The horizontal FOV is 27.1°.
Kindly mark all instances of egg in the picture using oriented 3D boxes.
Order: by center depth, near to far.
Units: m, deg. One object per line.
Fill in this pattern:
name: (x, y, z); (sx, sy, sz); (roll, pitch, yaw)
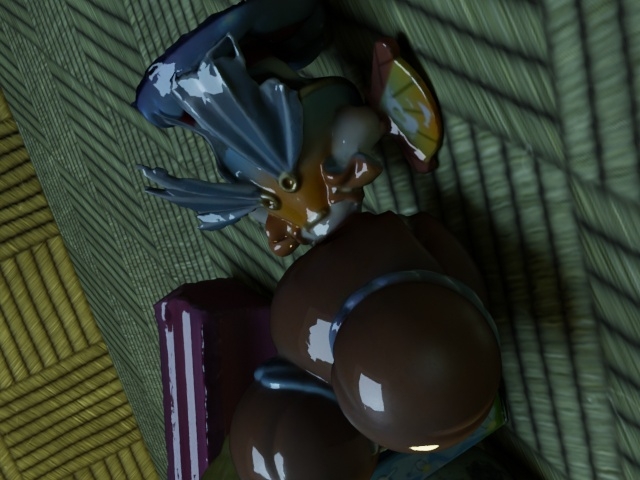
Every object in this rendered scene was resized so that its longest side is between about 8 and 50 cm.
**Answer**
egg: (0.122, 0.257, 1.237); (0.141, 0.141, 0.182); (64, 164, -2)

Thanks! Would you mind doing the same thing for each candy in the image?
candy: (0.062, 0.172, 1.193); (0.097, 0.194, 0.062); (44, 161, 47)

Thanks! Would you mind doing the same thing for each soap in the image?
soap: (-0.136, 0.243, 1.804); (0.233, 0.128, 0.359); (-158, 65, -66)

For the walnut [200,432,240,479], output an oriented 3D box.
walnut: (0.010, 0.326, 1.451); (0.277, 0.282, 0.253); (22, 93, 51)

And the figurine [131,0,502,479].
figurine: (0.001, -0.001, 1.090); (0.277, 0.248, 0.388); (-39, 79, 48)
